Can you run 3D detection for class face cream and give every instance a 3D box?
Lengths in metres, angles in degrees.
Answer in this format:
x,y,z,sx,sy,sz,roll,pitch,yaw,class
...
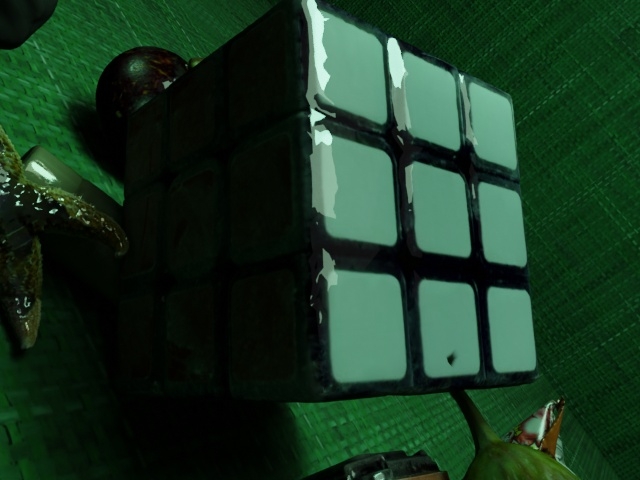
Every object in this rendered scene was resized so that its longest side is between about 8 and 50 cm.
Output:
x,y,z,sx,sy,sz,roll,pitch,yaw,class
-0.195,0.038,0.670,0.341,0.084,0.137,43,29,-28,face cream

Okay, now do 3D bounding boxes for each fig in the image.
x,y,z,sx,sy,sz,roll,pitch,yaw,class
0.171,0.215,0.562,0.149,0.149,0.245,32,24,-43,fig

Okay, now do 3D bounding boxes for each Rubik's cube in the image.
x,y,z,sx,sy,sz,roll,pitch,yaw,class
0.000,0.000,0.603,0.300,0.305,0.304,9,76,-43,Rubik's cube

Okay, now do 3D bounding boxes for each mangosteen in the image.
x,y,z,sx,sy,sz,roll,pitch,yaw,class
-0.206,-0.190,0.868,0.192,0.217,0.192,-18,90,-90,mangosteen

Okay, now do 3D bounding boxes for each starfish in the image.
x,y,z,sx,sy,sz,roll,pitch,yaw,class
-0.284,-0.020,0.519,0.238,0.216,0.071,7,-2,-33,starfish

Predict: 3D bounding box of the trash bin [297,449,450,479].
x,y,z,sx,sy,sz,roll,pitch,yaw,class
0.044,0.330,0.543,0.161,0.184,0.239,23,43,-54,trash bin

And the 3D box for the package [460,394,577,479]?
x,y,z,sx,sy,sz,roll,pitch,yaw,class
0.219,0.343,0.703,0.108,0.288,0.223,28,25,-6,package

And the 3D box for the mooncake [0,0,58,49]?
x,y,z,sx,sy,sz,roll,pitch,yaw,class
-0.391,-0.316,0.593,0.283,0.283,0.141,30,21,-46,mooncake
